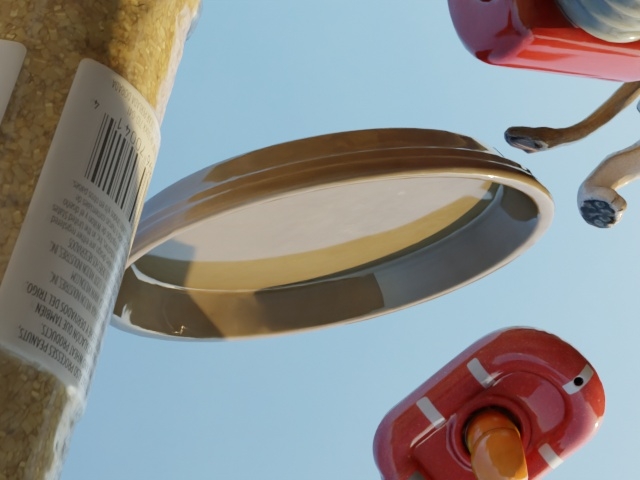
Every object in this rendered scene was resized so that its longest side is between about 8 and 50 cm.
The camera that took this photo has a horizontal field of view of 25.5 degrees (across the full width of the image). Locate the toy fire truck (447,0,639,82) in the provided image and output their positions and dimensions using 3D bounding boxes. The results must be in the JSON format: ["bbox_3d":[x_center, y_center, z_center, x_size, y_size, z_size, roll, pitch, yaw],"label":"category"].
[{"bbox_3d":[0.152,-0.111,0.577,0.159,0.217,0.246,5,-111,-21],"label":"toy fire truck"}]

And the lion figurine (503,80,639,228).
[{"bbox_3d":[0.341,-0.116,0.941,0.240,0.392,0.142,-57,-36,-37],"label":"lion figurine"}]

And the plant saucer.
[{"bbox_3d":[0.000,0.000,0.843,0.278,0.278,0.041,9,-118,-46],"label":"plant saucer"}]

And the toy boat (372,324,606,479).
[{"bbox_3d":[0.166,0.189,1.339,0.151,0.231,0.151,48,-174,-14],"label":"toy boat"}]

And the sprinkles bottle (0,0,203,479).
[{"bbox_3d":[-0.145,0.019,0.602,0.121,0.121,0.355,28,-122,-27],"label":"sprinkles bottle"}]
